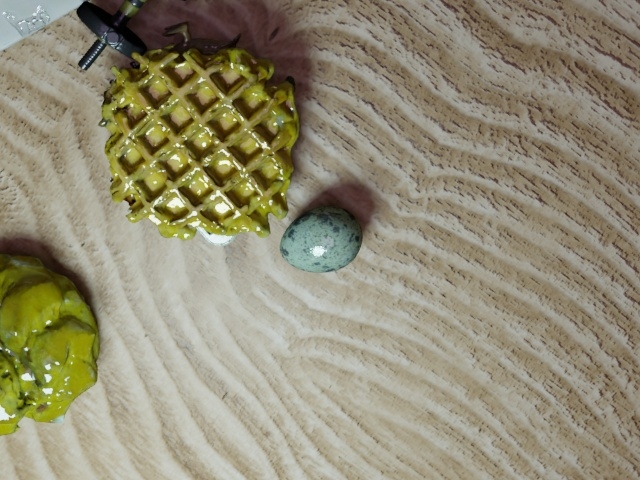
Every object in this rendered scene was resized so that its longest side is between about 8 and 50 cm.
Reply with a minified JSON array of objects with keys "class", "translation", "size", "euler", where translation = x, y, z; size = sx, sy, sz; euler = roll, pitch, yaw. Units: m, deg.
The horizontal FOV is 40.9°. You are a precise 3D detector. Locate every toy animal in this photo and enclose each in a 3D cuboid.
[{"class":"toy animal","translation":[-0.230,-0.331,1.649],"size":[0.188,0.089,0.179],"euler":[-14,111,4]}]

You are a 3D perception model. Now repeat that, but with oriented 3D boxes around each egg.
[{"class":"egg","translation":[0.000,0.000,1.713],"size":[0.172,0.132,0.132],"euler":[-15,105,16]}]

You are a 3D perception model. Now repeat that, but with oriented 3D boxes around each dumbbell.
[{"class":"dumbbell","translation":[-0.341,-0.442,1.583],"size":[0.143,0.143,0.325],"euler":[40,101,-10]}]

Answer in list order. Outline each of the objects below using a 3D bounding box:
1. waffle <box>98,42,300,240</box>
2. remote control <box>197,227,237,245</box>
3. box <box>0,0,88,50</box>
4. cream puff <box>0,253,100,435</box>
[{"class":"waffle","translation":[-0.229,-0.178,1.625],"size":[0.380,0.095,0.382],"euler":[1,110,-1]},{"class":"remote control","translation":[-0.249,-0.083,1.734],"size":[0.078,0.042,0.221],"euler":[-37,103,8]},{"class":"box","translation":[-0.522,-0.466,1.586],"size":[0.285,0.044,0.142],"euler":[-29,143,2]},{"class":"cream puff","translation":[-0.625,0.225,1.694],"size":[0.378,0.275,0.378],"euler":[0,102,-2]}]
